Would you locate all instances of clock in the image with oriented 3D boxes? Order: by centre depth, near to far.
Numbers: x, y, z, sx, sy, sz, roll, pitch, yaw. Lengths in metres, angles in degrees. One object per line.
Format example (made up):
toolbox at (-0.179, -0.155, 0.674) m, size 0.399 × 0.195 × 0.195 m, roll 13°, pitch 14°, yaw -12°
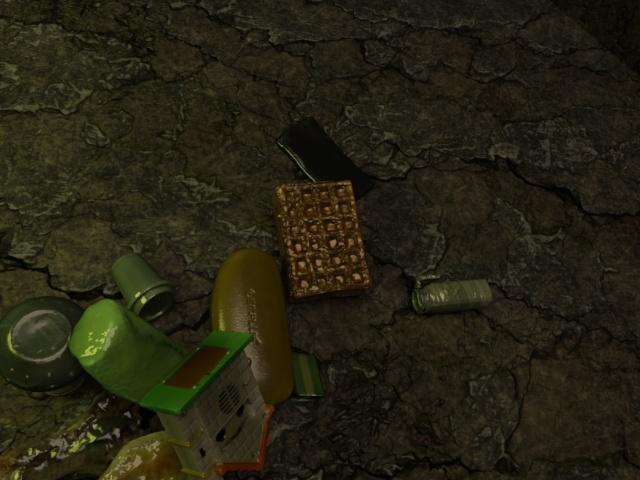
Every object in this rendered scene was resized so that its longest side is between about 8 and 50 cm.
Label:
clock at (-0.193, 0.341, 1.126) m, size 0.220 × 0.106 × 0.255 m, roll -43°, pitch 125°, yaw -48°

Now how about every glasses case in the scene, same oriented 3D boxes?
glasses case at (-0.162, 0.196, 1.337) m, size 0.173 × 0.141 × 0.371 m, roll -3°, pitch 65°, yaw -16°

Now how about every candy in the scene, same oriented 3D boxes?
candy at (-0.328, 0.247, 1.146) m, size 0.142 × 0.343 × 0.132 m, roll -47°, pitch 45°, yaw -8°

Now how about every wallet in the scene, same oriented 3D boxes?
wallet at (0.011, -0.219, 1.652) m, size 0.146 × 0.030 × 0.285 m, roll -36°, pitch 78°, yaw -25°

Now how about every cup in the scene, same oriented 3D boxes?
cup at (-0.410, 0.104, 1.338) m, size 0.120 × 0.120 × 0.141 m, roll -33°, pitch 63°, yaw -27°

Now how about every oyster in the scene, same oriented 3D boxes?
oyster at (-0.461, 0.389, 1.168) m, size 0.336 × 0.133 × 0.198 m, roll -16°, pitch 62°, yaw -27°

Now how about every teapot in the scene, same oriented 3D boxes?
teapot at (-0.530, 0.224, 1.159) m, size 0.183 × 0.251 × 0.184 m, roll 6°, pitch 62°, yaw -12°
teapot at (0.336, 0.133, 1.542) m, size 0.200 × 0.077 × 0.107 m, roll -4°, pitch 62°, yaw -17°

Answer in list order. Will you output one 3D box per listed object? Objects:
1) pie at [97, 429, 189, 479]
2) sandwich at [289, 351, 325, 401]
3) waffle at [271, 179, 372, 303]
pie at (-0.289, 0.529, 1.119) m, size 0.337 × 0.075 × 0.338 m, roll 13°, pitch 67°, yaw -33°
sandwich at (-0.033, 0.307, 1.355) m, size 0.074 × 0.074 × 0.117 m, roll 4°, pitch 64°, yaw -14°
waffle at (0.000, -0.001, 1.492) m, size 0.212 × 0.091 × 0.308 m, roll -6°, pitch 69°, yaw -11°
